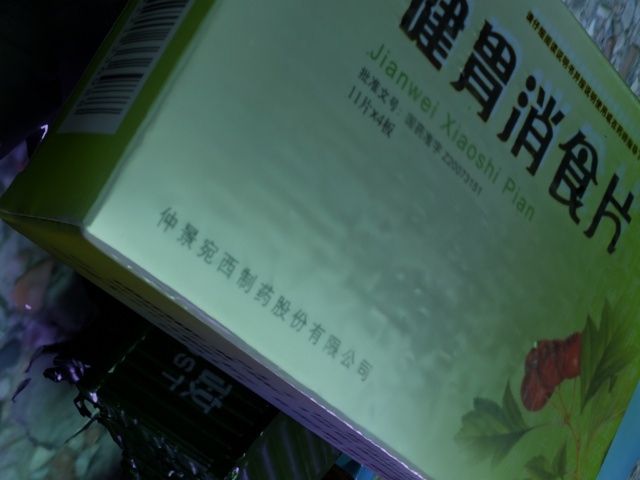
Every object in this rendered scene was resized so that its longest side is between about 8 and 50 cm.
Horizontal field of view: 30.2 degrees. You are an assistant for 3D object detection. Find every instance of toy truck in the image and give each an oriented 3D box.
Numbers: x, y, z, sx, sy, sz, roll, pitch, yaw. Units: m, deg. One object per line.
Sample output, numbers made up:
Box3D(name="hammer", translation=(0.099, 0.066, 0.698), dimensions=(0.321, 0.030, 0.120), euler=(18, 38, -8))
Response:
Box3D(name="toy truck", translation=(0.000, 0.000, 0.540), dimensions=(0.259, 0.121, 0.088), euler=(-48, 151, -26))

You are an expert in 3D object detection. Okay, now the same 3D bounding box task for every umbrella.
Box3D(name="umbrella", translation=(-0.078, -0.067, 0.415), dimensions=(0.236, 0.059, 0.066), euler=(-24, 152, -49))

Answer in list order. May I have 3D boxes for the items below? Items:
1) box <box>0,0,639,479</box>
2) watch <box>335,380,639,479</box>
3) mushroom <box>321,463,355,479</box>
Box3D(name="box", translation=(0.036, -0.012, 0.434), dimensions=(0.260, 0.062, 0.175), euler=(40, 71, -35))
Box3D(name="watch", translation=(0.104, 0.100, 0.733), dimensions=(0.211, 0.193, 0.211), euler=(-38, 142, -37))
Box3D(name="mushroom", translation=(-0.034, 0.231, 0.654), dimensions=(0.278, 0.163, 0.297), euler=(-45, 149, -15))
